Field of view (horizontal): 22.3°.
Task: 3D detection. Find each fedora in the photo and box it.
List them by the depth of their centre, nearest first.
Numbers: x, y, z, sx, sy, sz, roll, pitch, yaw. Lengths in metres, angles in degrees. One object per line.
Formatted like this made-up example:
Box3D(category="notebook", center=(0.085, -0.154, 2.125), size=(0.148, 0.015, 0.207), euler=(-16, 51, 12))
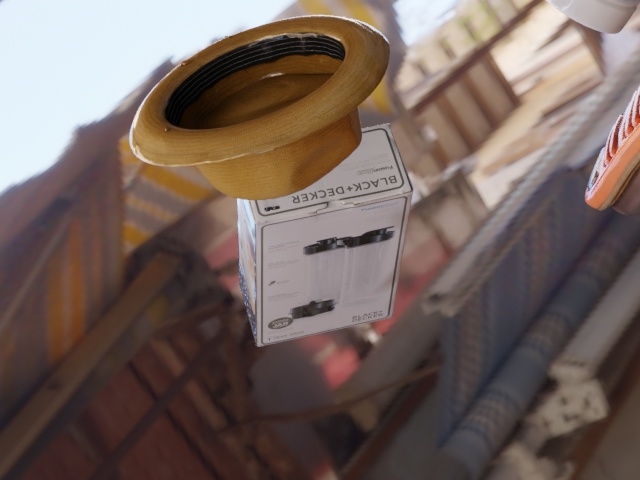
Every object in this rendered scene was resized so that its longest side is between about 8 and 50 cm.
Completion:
Box3D(category="fedora", center=(-0.036, -0.085, 1.147), size=(0.079, 0.194, 0.194), euler=(66, -145, -33))

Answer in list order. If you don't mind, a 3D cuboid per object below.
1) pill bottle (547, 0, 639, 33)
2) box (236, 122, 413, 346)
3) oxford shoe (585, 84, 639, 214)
Box3D(category="pill bottle", center=(0.239, -0.251, 1.222), size=(0.108, 0.180, 0.108), euler=(24, -152, -13))
Box3D(category="box", center=(0.000, 0.000, 1.753), size=(0.169, 0.290, 0.087), euler=(-13, -117, -8))
Box3D(category="oxford shoe", center=(0.238, -0.091, 0.772), size=(0.098, 0.271, 0.097), euler=(41, -151, -6))
